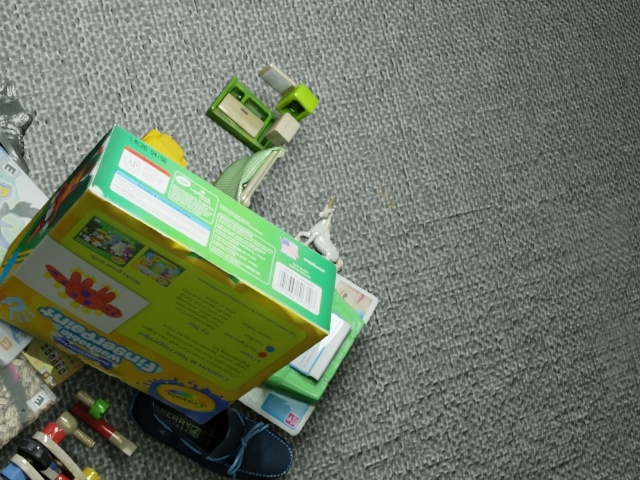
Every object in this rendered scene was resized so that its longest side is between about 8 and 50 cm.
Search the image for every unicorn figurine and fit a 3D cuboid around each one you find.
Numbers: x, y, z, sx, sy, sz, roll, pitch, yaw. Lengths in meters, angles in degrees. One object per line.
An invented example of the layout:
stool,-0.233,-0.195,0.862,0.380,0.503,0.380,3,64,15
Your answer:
unicorn figurine,0.000,0.000,2.057,0.111,0.060,0.162,-31,110,-30

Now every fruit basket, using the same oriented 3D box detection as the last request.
fruit basket,-0.106,0.153,1.900,0.353,0.165,0.327,36,72,-6

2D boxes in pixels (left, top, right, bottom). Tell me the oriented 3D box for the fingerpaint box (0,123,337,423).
fingerpaint box,-0.259,0.074,1.588,0.444,0.371,0.163,32,40,-23

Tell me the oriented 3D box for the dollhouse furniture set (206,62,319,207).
dollhouse furniture set,-0.167,-0.196,1.928,0.151,0.197,0.302,40,63,-16

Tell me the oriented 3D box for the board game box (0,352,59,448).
board game box,-0.634,0.275,1.613,0.291,0.141,0.232,-41,99,-29

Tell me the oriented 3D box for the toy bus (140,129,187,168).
toy bus,-0.364,-0.087,1.810,0.108,0.130,0.333,47,50,-14

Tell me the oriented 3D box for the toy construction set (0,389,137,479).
toy construction set,-0.399,0.423,1.638,0.237,0.257,0.309,36,34,1

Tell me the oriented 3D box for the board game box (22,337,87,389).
board game box,-0.508,0.136,1.766,0.165,0.042,0.243,-36,96,-30

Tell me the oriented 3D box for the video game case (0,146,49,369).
video game case,-0.554,0.017,1.659,0.300,0.036,0.329,49,33,-11

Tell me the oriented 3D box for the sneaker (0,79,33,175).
sneaker,-0.569,-0.208,1.806,0.089,0.051,0.170,-35,93,-26

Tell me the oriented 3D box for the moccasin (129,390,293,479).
moccasin,-0.198,0.379,1.829,0.342,0.117,0.138,22,69,-22
